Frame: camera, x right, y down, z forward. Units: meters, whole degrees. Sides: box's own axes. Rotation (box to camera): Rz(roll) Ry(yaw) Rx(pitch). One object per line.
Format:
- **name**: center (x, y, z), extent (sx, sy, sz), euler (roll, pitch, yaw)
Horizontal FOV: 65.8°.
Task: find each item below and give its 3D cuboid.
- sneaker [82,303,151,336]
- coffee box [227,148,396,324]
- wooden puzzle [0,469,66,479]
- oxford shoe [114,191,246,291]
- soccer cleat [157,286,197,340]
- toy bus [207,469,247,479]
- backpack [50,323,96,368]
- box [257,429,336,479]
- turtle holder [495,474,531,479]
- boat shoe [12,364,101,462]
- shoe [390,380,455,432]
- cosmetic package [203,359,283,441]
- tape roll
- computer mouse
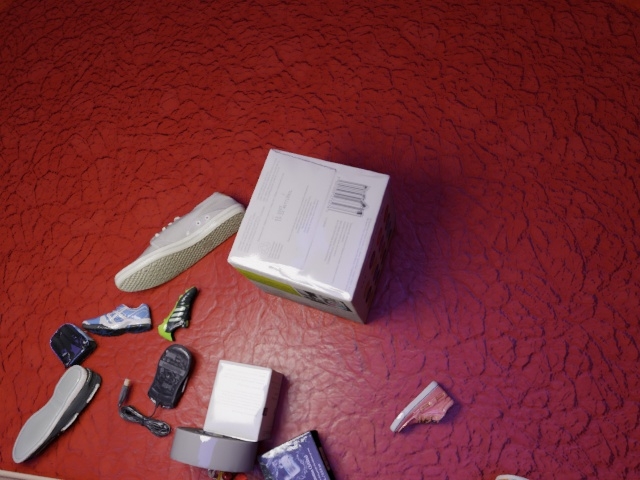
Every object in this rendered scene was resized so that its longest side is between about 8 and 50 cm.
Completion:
- **sneaker**: center (-0.626, 0.246, 1.530), extent (0.211, 0.080, 0.081), euler (-4, 63, -3)
- **coffee box**: center (0.000, 0.000, 1.376), extent (0.337, 0.334, 0.338), euler (15, 74, 16)
- **wooden puzzle**: center (-0.803, 0.820, 1.344), extent (0.321, 0.080, 0.348), euler (3, 75, 11)
- **oxford shoe**: center (-0.438, 0.001, 1.540), extent (0.449, 0.169, 0.130), euler (-37, 71, -13)
- **soccer cleat**: center (-0.423, 0.224, 1.514), extent (0.072, 0.060, 0.179), euler (34, 85, 9)
- **toy bus**: center (-0.209, 0.678, 1.281), extent (0.191, 0.104, 0.202), euler (-27, 57, 46)
- **backpack**: center (-0.757, 0.318, 1.513), extent (0.114, 0.084, 0.105), euler (39, 79, 15)
- **box**: center (-0.058, 0.604, 1.293), extent (0.158, 0.093, 0.156), euler (-26, 68, 0)
- **turtle holder**: center (0.485, 0.675, 1.104), extent (0.320, 0.243, 0.228), euler (7, 54, 21)
- **boat shoe**: center (-0.759, 0.511, 1.438), extent (0.114, 0.091, 0.303), euler (31, 79, 38)
- **shoe**: center (0.271, 0.461, 1.308), extent (0.178, 0.063, 0.081), euler (-41, 64, -12)
- **cosmetic package**: center (-0.204, 0.436, 1.346), extent (0.151, 0.151, 0.184), euler (7, 72, 11)
- **tape roll**: center (-0.273, 0.539, 1.282), extent (0.219, 0.219, 0.072), euler (7, 72, 11)
- **computer mouse**: center (-0.481, 0.418, 1.449), extent (0.183, 0.060, 0.262), euler (16, 85, 10)
